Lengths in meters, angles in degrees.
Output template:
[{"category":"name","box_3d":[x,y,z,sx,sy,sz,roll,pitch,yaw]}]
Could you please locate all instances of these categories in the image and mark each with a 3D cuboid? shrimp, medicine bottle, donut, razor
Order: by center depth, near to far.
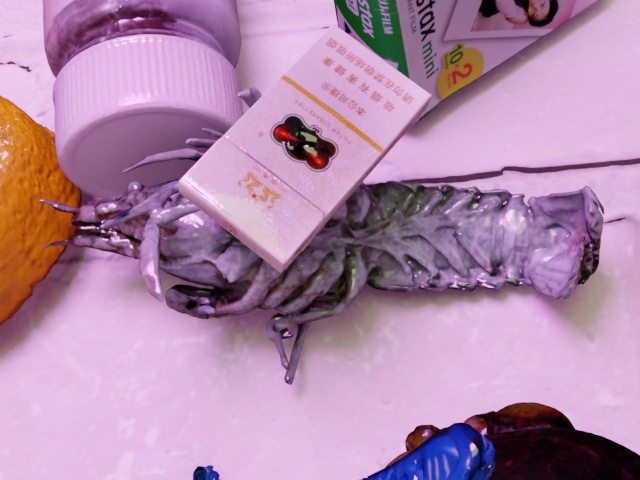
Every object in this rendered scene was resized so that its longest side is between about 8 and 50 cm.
[{"category":"razor","box_3d":[0.006,0.162,0.592,0.056,0.324,0.093,17,60,-27]},{"category":"shrimp","box_3d":[-0.004,0.000,0.726,0.411,0.166,0.221,1,95,-12]},{"category":"donut","box_3d":[-0.324,-0.023,0.803,0.253,0.118,0.253,-11,56,17]},{"category":"medicine bottle","box_3d":[-0.151,-0.183,0.823,0.165,0.165,0.273,-11,63,1]}]

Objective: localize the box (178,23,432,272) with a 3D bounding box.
[{"category":"box","box_3d":[-0.008,-0.066,0.660,0.090,0.024,0.167,38,68,8]}]

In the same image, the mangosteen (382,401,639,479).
[{"category":"mangosteen","box_3d":[0.117,0.197,0.600,0.211,0.211,0.250,-34,38,-10]}]

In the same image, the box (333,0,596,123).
[{"category":"box","box_3d":[0.126,-0.230,0.806,0.250,0.180,0.103,-36,54,-12]}]
